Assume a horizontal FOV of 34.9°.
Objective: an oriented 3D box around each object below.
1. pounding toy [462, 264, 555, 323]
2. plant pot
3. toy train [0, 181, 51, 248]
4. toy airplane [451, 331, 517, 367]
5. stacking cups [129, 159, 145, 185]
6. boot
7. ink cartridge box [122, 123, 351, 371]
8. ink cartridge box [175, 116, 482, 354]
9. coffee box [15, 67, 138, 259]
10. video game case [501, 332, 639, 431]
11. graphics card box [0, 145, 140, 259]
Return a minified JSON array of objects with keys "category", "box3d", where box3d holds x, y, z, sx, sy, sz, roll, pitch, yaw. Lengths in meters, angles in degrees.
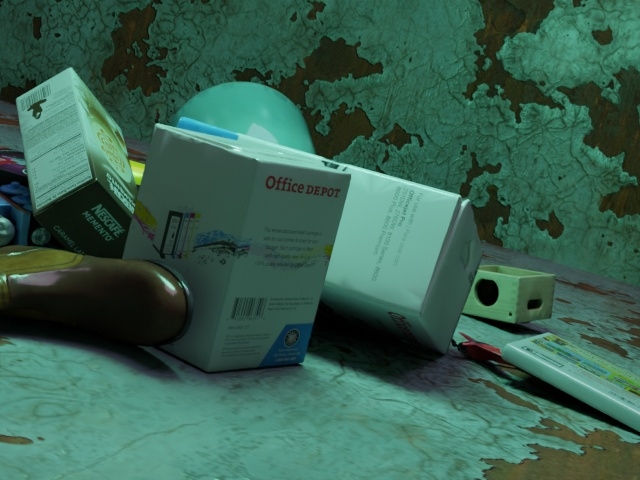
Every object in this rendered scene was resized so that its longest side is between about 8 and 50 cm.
[{"category":"pounding toy","box3d":[0.281,0.094,1.823,0.206,0.094,0.181,9,7,42]},{"category":"plant pot","box3d":[-0.133,-0.118,1.868,0.293,0.293,0.235,12,22,-20]},{"category":"toy train","box3d":[-0.433,-0.029,1.384,0.105,0.080,0.184,-2,18,-35]},{"category":"toy airplane","box3d":[0.255,0.164,1.461,0.151,0.028,0.151,14,4,-1]},{"category":"stacking cups","box3d":[-0.263,-0.095,2.095,0.316,0.096,0.096,12,8,-16]},{"category":"boot","box3d":[-0.298,0.048,0.989,0.264,0.096,0.280,20,10,33]},{"category":"ink cartridge box","box3d":[-0.101,0.006,1.144,0.168,0.232,0.171,20,9,36]},{"category":"ink cartridge box","box3d":[0.000,0.000,1.382,0.395,0.166,0.285,17,-11,18]},{"category":"coffee box","box3d":[-0.324,-0.097,1.379,0.141,0.098,0.246,55,8,-48]},{"category":"video game case","box3d":[0.379,0.193,1.389,0.227,0.026,0.206,27,12,26]},{"category":"graphics card box","box3d":[-0.415,-0.064,1.597,0.371,0.094,0.233,17,8,10]}]
